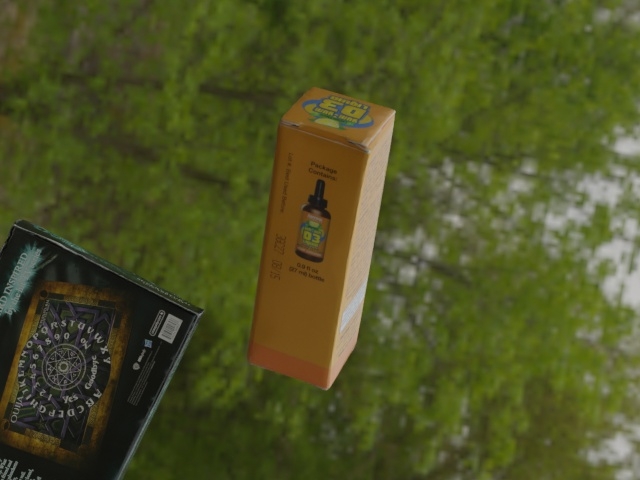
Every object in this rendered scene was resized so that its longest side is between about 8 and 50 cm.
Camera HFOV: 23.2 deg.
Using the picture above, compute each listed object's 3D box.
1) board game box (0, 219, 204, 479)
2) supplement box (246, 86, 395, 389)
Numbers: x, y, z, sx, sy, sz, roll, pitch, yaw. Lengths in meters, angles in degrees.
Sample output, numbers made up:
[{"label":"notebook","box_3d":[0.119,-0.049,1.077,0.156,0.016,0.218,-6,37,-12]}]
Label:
[{"label":"board game box","box_3d":[-0.166,0.097,0.944,0.186,0.126,0.026,-63,177,7]},{"label":"supplement box","box_3d":[0.000,0.000,1.239,0.080,0.078,0.233,-53,157,-52]}]
